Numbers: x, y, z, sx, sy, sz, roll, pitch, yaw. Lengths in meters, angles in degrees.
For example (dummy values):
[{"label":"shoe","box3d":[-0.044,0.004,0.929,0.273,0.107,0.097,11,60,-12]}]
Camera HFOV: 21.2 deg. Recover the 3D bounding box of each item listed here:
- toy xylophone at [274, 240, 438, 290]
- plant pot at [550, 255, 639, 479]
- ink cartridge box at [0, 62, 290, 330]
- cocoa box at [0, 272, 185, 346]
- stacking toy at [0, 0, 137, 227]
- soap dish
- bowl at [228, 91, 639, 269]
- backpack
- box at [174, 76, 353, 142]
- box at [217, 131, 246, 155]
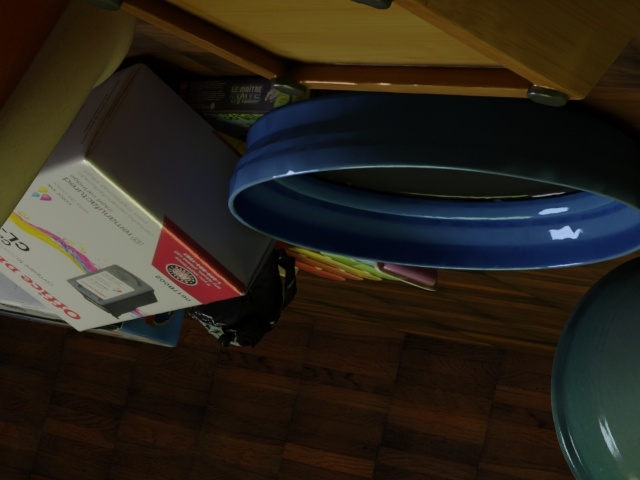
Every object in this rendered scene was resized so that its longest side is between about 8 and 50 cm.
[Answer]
[{"label":"toy xylophone","box3d":[0.000,0.000,2.294,0.236,0.081,0.322,19,170,-31]},{"label":"plant pot","box3d":[0.449,0.139,1.735,0.341,0.341,0.334,15,164,-9]},{"label":"ink cartridge box","box3d":[-0.216,-0.033,1.739,0.226,0.131,0.306,41,145,-26]},{"label":"cocoa box","box3d":[-0.359,-0.008,2.286,0.347,0.231,0.228,8,170,34]},{"label":"stacking toy","box3d":[-0.387,-0.183,1.123,0.480,0.350,0.350,34,167,-15]},{"label":"soap dish","box3d":[0.015,-0.162,0.978,0.291,0.118,0.229,8,170,44]},{"label":"bowl","box3d":[0.112,-0.050,1.564,0.391,0.077,0.391,4,168,1]},{"label":"backpack","box3d":[-0.108,0.070,2.294,0.115,0.152,0.182,37,170,15]},{"label":"box","box3d":[-0.036,-0.123,1.644,0.114,0.036,0.207,21,170,-41]},{"label":"box","box3d":[-0.142,-0.077,1.901,0.179,0.105,0.043,16,173,-24]}]
